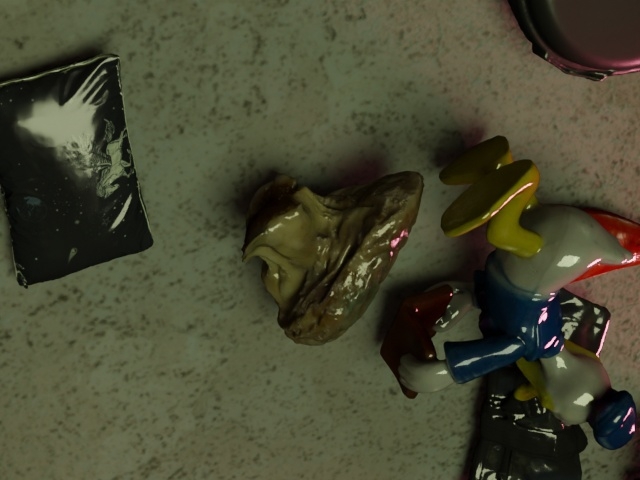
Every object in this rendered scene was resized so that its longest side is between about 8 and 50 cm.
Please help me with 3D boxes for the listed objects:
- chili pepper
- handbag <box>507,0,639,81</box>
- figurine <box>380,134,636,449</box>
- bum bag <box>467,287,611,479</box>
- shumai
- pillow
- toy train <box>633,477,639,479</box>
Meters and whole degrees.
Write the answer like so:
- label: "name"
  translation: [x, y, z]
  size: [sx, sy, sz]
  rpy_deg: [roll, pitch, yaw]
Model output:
- label: "chili pepper"
  translation: [0.303, 0.007, 1.866]
  size: [0.169, 0.065, 0.088]
  rpy_deg: [-2, 108, -29]
- label: "handbag"
  translation: [0.314, -0.283, 1.694]
  size: [0.308, 0.093, 0.254]
  rpy_deg: [-12, 122, -18]
- label: "figurine"
  translation: [0.193, 0.097, 1.756]
  size: [0.283, 0.204, 0.338]
  rpy_deg: [-33, 107, 26]
- label: "bum bag"
  translation: [0.236, 0.180, 1.925]
  size: [0.137, 0.074, 0.310]
  rpy_deg: [-1, 117, -13]
- label: "shumai"
  translation: [0.000, 0.000, 1.693]
  size: [0.153, 0.161, 0.209]
  rpy_deg: [27, 128, -11]
- label: "pillow"
  translation: [-0.230, -0.062, 1.597]
  size: [0.141, 0.055, 0.208]
  rpy_deg: [-15, 121, -7]
- label: "toy train"
  translation: [0.523, 0.359, 2.042]
  size: [0.160, 0.253, 0.397]
  rpy_deg: [-46, 124, 7]
